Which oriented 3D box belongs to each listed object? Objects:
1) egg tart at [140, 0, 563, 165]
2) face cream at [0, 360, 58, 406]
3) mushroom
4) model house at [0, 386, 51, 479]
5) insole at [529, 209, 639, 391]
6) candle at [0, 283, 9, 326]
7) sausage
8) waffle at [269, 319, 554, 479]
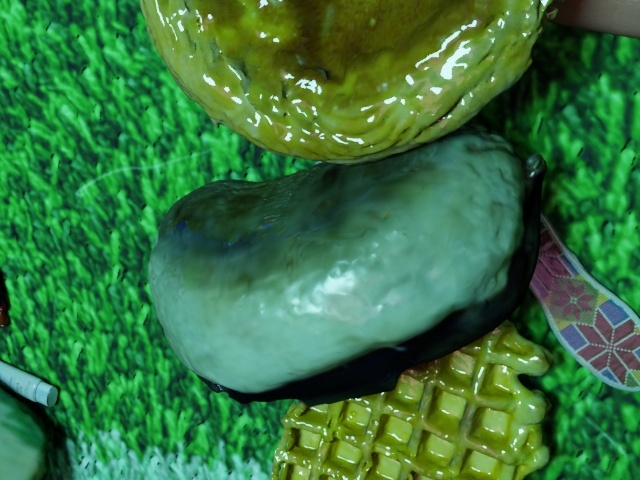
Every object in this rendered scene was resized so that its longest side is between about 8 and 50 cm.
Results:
[{"bbox_3d":[0.025,-0.229,0.636,0.352,0.150,0.351,2,95,22],"label":"egg tart"},{"bbox_3d":[-0.340,0.151,0.939,0.115,0.020,0.038,20,118,18],"label":"face cream"},{"bbox_3d":[-0.002,-0.001,0.675,0.345,0.130,0.247,-6,61,26],"label":"mushroom"},{"bbox_3d":[-0.529,0.292,0.908,0.382,0.334,0.342,31,132,-5],"label":"model house"},{"bbox_3d":[0.211,0.048,0.714,0.065,0.006,0.193,-39,87,23],"label":"insole"},{"bbox_3d":[-0.360,0.013,0.915,0.026,0.021,0.167,0,104,42],"label":"candle"},{"bbox_3d":[0.230,-0.180,0.624,0.154,0.062,0.062,14,107,16],"label":"sausage"},{"bbox_3d":[0.062,0.151,0.764,0.310,0.065,0.283,-31,89,21],"label":"waffle"}]
